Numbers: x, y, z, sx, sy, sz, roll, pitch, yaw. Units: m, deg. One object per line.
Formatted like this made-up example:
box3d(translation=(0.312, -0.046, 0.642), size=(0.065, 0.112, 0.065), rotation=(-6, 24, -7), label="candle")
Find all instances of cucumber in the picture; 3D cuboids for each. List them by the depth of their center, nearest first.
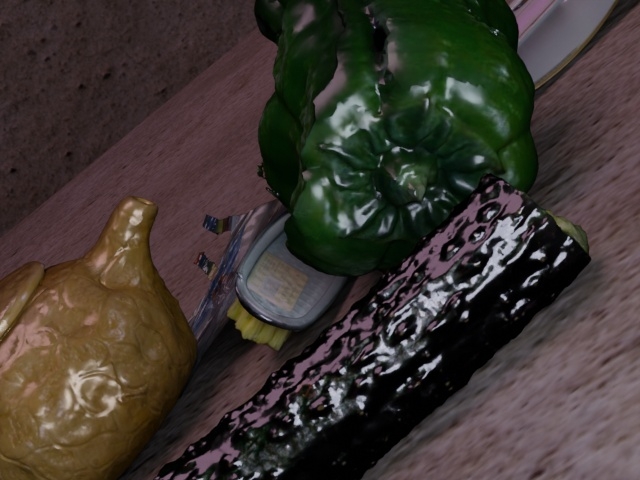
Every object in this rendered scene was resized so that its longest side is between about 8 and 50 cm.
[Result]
box3d(translation=(0.007, 0.081, 0.776), size=(0.300, 0.072, 0.072), rotation=(-42, 12, 3), label="cucumber")

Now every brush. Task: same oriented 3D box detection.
box3d(translation=(0.000, 0.000, 1.125), size=(0.060, 0.068, 0.297), rotation=(-58, -3, 34), label="brush")

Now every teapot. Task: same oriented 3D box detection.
box3d(translation=(-0.210, 0.098, 1.103), size=(0.311, 0.167, 0.203), rotation=(-48, 14, 2), label="teapot")

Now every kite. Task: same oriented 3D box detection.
box3d(translation=(-0.094, 0.040, 1.252), size=(0.169, 0.015, 0.310), rotation=(-63, 11, -7), label="kite")

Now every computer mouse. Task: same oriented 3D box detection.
box3d(translation=(0.160, -0.152, 1.174), size=(0.199, 0.045, 0.102), rotation=(-47, 19, -11), label="computer mouse")

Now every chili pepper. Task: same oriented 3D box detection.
box3d(translation=(0.042, -0.114, 1.048), size=(0.385, 0.167, 0.213), rotation=(-109, 28, -60), label="chili pepper")
